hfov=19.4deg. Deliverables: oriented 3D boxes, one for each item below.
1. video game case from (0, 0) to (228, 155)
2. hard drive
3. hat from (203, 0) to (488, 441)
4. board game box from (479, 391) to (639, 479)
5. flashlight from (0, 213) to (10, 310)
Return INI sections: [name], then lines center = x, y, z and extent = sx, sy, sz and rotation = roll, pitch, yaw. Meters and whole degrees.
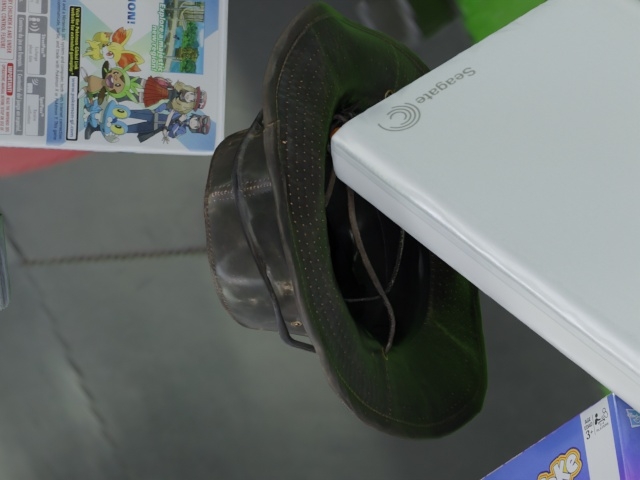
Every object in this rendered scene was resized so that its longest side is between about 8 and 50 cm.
[video game case]
center = -0.221, -0.243, 1.624
extent = 0.036, 0.300, 0.329
rotation = 3, 91, 64
[hard drive]
center = 0.203, -0.024, 1.123
extent = 0.353, 0.233, 0.047
rotation = 39, 152, 40
[hat]
center = 0.000, 0.000, 1.315
extent = 0.134, 0.331, 0.331
rotation = -14, 110, 26
[board game box]
center = 0.250, 0.216, 1.194
extent = 0.347, 0.078, 0.233
rotation = 17, 142, -29
[flashlight]
center = -0.251, -0.099, 1.098
extent = 0.103, 0.103, 0.304
rotation = -125, 29, -77
